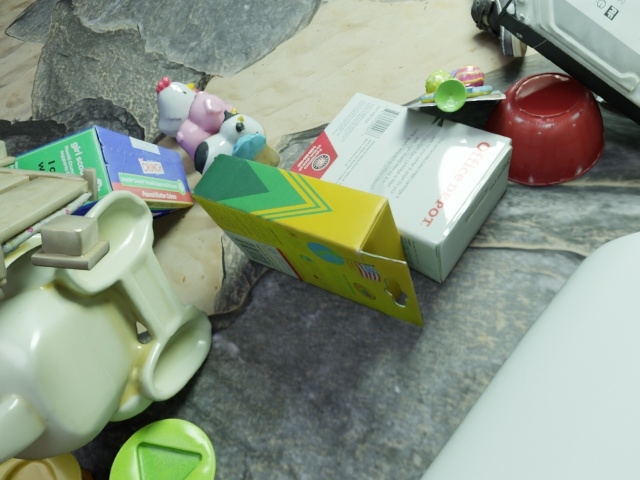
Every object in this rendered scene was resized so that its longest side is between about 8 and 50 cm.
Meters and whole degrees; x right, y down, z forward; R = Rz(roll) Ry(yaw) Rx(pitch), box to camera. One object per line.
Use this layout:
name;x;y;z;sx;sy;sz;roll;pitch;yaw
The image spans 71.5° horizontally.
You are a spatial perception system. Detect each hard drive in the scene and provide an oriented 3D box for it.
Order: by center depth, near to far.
hard drive;0.438;-0.293;0.563;0.338;0.064;0.237;35;105;-3

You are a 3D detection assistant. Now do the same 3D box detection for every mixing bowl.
mixing bowl;0.335;-0.184;0.670;0.181;0.098;0.182;-10;57;15

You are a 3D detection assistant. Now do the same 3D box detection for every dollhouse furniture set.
dollhouse furniture set;-0.374;-0.001;0.519;0.355;0.174;0.303;6;23;-2

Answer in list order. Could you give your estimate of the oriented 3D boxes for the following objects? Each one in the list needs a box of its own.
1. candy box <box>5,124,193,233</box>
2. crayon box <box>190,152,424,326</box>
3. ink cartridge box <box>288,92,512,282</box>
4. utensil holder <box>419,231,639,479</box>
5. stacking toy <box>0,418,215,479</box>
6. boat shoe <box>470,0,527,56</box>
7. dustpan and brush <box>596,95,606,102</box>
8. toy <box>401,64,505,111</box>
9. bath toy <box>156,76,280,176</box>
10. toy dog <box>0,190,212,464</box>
candy box;-0.425;-0.069;0.771;0.316;0.268;0.122;-19;89;9
crayon box;0.000;0.000;0.619;0.318;0.202;0.081;20;69;28
ink cartridge box;0.118;-0.091;0.681;0.272;0.114;0.197;29;73;33
utensil holder;0.238;0.228;0.310;0.327;0.328;0.385;32;67;32
stacking toy;-0.253;0.397;0.560;0.279;0.130;0.309;-15;55;-21
boat shoe;0.327;-0.431;0.824;0.092;0.103;0.286;-6;55;23
dustpan and brush;0.550;-0.253;0.654;0.211;0.060;0.147;25;71;30
toy;0.210;-0.241;0.693;0.136;0.056;0.237;0;22;20
bath toy;-0.222;-0.224;0.877;0.151;0.129;0.348;-36;54;-17
toy dog;-0.419;0.162;0.611;0.407;0.285;0.396;-10;37;21
